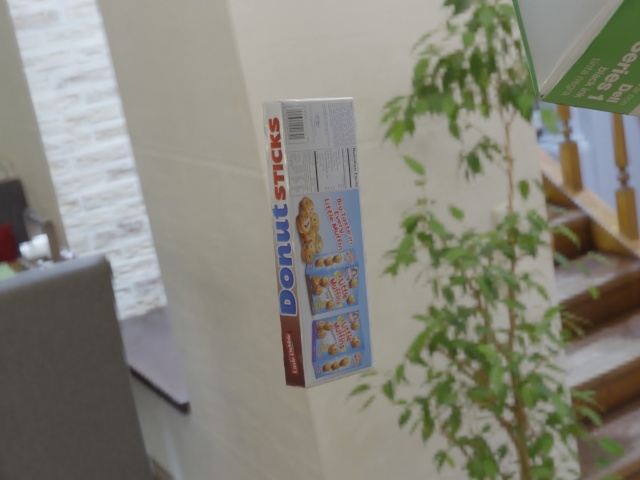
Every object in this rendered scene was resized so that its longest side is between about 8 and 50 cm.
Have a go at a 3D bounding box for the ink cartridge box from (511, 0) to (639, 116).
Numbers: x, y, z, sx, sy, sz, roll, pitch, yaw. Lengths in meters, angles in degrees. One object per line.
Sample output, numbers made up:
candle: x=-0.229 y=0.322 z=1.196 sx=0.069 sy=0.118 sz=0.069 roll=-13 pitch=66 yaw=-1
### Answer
ink cartridge box: x=0.214 y=-0.141 z=0.547 sx=0.220 sy=0.160 sz=0.092 roll=7 pitch=-34 yaw=-19

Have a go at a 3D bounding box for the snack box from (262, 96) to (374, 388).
snack box: x=0.000 y=0.000 z=0.668 sx=0.064 sy=0.178 sz=0.022 roll=-10 pitch=7 yaw=-44
